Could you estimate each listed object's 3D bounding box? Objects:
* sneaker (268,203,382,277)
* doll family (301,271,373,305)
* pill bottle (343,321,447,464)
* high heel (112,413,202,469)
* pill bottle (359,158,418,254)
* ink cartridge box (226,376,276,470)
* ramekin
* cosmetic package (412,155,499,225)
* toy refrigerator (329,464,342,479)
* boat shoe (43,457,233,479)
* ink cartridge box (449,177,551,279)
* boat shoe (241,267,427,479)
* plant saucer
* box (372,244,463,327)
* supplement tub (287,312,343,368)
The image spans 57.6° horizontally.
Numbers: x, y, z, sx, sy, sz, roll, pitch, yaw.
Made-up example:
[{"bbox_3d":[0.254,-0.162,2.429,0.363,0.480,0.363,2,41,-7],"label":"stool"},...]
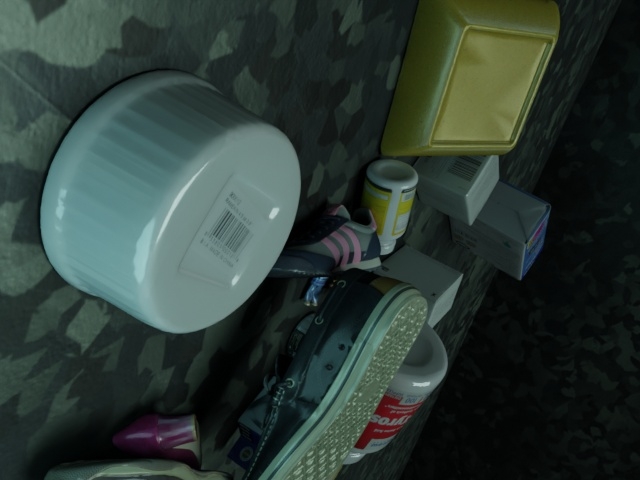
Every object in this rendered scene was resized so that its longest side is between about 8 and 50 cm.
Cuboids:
[{"bbox_3d":[0.000,0.000,1.035,0.319,0.112,0.131,-3,89,-57],"label":"sneaker"},{"bbox_3d":[0.039,0.084,1.199,0.193,0.076,0.111,-1,122,-59],"label":"doll family"},{"bbox_3d":[0.120,0.372,1.431,0.229,0.229,0.407,-31,154,-48],"label":"pill bottle"},{"bbox_3d":[-0.253,0.332,0.932,0.117,0.082,0.244,-6,156,-12],"label":"high heel"},{"bbox_3d":[0.130,-0.064,1.180,0.103,0.103,0.184,-37,146,-43],"label":"pill bottle"},{"bbox_3d":[-0.053,0.370,1.143,0.224,0.223,0.045,-51,136,-26],"label":"ink cartridge box"},{"bbox_3d":[-0.144,-0.032,0.644,0.277,0.135,0.277,-44,150,-33],"label":"ramekin"},{"bbox_3d":[0.330,-0.159,1.408,0.151,0.152,0.183,-57,155,-10],"label":"cosmetic package"},{"bbox_3d":[-0.017,0.674,1.679,0.269,0.102,0.094,-58,156,-9],"label":"toy refrigerator"},{"bbox_3d":[-0.237,0.386,0.825,0.355,0.132,0.130,42,41,-53],"label":"boat shoe"},{"bbox_3d":[0.555,-0.035,1.832,0.151,0.270,0.395,-51,154,-10],"label":"ink cartridge box"},{"bbox_3d":[-0.009,0.266,0.986,0.500,0.156,0.187,-59,146,3],"label":"boat shoe"},{"bbox_3d":[0.307,-0.299,1.126,0.333,0.081,0.332,-5,126,-28],"label":"plant saucer"},{"bbox_3d":[0.240,0.125,1.498,0.182,0.181,0.119,-31,142,-48],"label":"box"},{"bbox_3d":[0.036,0.242,1.215,0.117,0.190,0.117,-45,151,-33],"label":"supplement tub"}]
